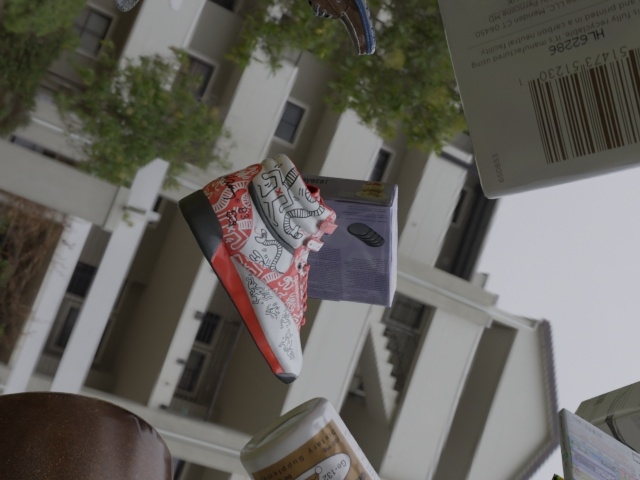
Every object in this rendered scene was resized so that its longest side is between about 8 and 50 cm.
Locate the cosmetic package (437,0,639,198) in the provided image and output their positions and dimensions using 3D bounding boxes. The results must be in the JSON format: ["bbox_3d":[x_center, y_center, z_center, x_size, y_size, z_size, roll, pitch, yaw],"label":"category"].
[{"bbox_3d":[0.407,-0.263,1.100,0.329,0.394,0.327,-14,-89,33],"label":"cosmetic package"}]

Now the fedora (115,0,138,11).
[{"bbox_3d":[-0.380,-0.574,1.405,0.334,0.152,0.334,-167,-90,-85],"label":"fedora"}]

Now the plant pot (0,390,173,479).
[{"bbox_3d":[-0.202,0.263,0.540,0.215,0.215,0.230,-56,-149,26],"label":"plant pot"}]

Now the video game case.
[{"bbox_3d":[0.492,0.393,1.311,0.023,0.212,0.193,-57,-178,26],"label":"video game case"}]

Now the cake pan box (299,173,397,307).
[{"bbox_3d":[0.000,0.000,1.366,0.070,0.267,0.245,-70,161,-47],"label":"cake pan box"}]

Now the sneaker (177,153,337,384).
[{"bbox_3d":[-0.035,0.034,0.874,0.145,0.270,0.090,-29,-149,-7],"label":"sneaker"}]

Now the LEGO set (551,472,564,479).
[{"bbox_3d":[0.408,0.584,1.632,0.287,0.107,0.132,-34,-148,-2],"label":"LEGO set"}]

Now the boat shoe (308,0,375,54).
[{"bbox_3d":[0.016,-0.320,1.018,0.066,0.183,0.066,-23,-161,1],"label":"boat shoe"}]

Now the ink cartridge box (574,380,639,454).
[{"bbox_3d":[0.622,0.365,1.598,0.218,0.092,0.158,-37,176,40],"label":"ink cartridge box"}]

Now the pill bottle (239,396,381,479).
[{"bbox_3d":[0.014,0.319,0.956,0.131,0.229,0.131,-33,180,0],"label":"pill bottle"}]
